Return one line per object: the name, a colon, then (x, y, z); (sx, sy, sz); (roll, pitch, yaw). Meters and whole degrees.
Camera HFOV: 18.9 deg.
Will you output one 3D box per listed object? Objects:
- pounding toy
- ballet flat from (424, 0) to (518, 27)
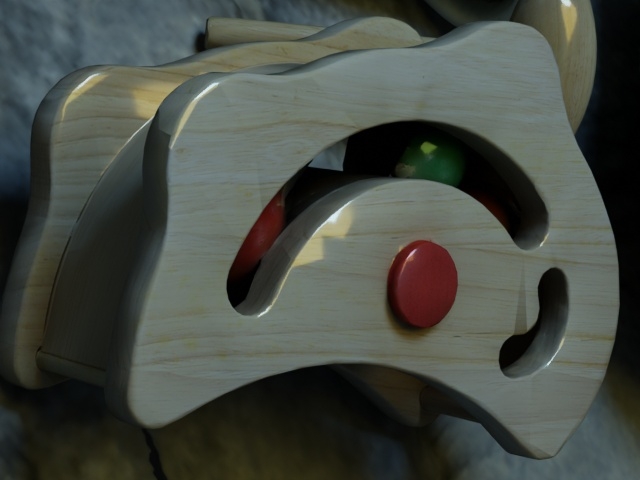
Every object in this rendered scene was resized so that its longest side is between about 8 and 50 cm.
pounding toy: (0.000, 0.000, 0.685); (0.269, 0.155, 0.154); (-15, 106, -38)
ballet flat: (-0.036, -0.209, 0.746); (0.400, 0.139, 0.139); (31, 48, -29)
